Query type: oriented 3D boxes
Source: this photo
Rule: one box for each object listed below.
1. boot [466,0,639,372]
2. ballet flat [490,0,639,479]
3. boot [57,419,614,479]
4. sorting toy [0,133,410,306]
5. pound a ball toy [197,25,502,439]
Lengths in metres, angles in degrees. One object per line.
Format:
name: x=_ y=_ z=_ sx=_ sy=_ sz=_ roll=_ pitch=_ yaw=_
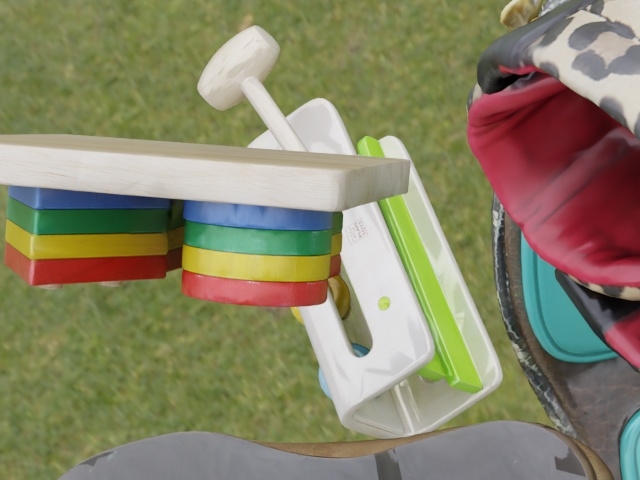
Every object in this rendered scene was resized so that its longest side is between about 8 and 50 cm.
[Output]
boot: x=0.172 y=-0.095 z=0.515 sx=0.284 sy=0.138 sz=0.377 roll=-32 pitch=33 yaw=-7
ballet flat: x=0.183 y=0.050 z=0.950 sx=0.164 sy=0.482 sz=0.182 roll=-17 pitch=23 yaw=-3
boot: x=0.003 y=0.148 z=0.852 sx=0.305 sy=0.115 sz=0.112 roll=-8 pitch=84 yaw=21
sorting toy: x=-0.090 y=-0.015 z=1.058 sx=0.257 sy=0.255 sz=0.089 roll=5 pitch=95 yaw=11
pound a ball toy: x=0.000 y=0.000 z=1.405 sx=0.136 sy=0.208 sz=0.319 roll=-35 pitch=58 yaw=22
